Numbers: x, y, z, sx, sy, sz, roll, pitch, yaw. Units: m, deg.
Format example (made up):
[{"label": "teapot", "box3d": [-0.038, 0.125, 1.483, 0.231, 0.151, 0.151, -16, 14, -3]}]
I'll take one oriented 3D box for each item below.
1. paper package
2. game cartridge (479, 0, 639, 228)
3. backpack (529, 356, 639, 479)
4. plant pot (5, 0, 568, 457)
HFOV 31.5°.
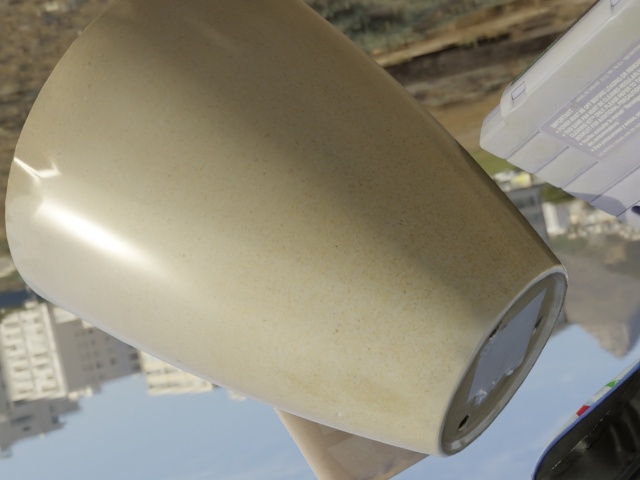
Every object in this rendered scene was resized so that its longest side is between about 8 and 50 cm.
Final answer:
[{"label": "paper package", "box3d": [-0.005, 0.106, 1.398, 0.168, 0.309, 0.325, -26, 143, -1]}, {"label": "game cartridge", "box3d": [0.339, -0.150, 1.132, 0.230, 0.068, 0.355, 29, 146, -11]}, {"label": "backpack", "box3d": [0.335, 0.242, 1.076, 0.263, 0.276, 0.213, -34, 152, -1]}, {"label": "plant pot", "box3d": [0.000, 0.000, 0.688, 0.274, 0.256, 0.256, 33, -156, 26]}]
